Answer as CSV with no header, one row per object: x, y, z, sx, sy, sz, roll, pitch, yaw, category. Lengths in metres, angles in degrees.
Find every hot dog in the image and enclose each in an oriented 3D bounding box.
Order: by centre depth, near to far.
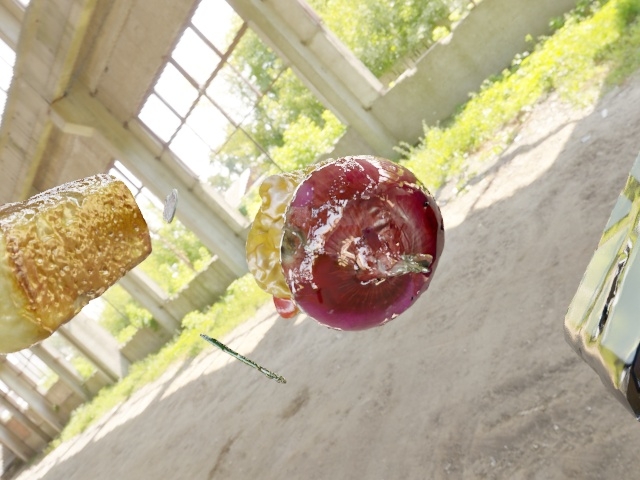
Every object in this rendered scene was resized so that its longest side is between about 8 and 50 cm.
-0.461,0.028,0.874,0.223,0.185,0.405,-13,17,14,hot dog

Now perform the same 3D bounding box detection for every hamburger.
0.000,0.000,0.739,0.237,0.237,0.149,-44,-24,6,hamburger

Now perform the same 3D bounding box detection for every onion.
0.048,0.011,0.422,0.150,0.150,0.140,-46,31,-11,onion

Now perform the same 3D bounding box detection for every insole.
-0.287,-0.063,1.025,0.193,0.006,0.065,-175,94,-68,insole

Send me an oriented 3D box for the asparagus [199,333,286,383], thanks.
-0.127,0.191,0.876,0.016,0.166,0.013,-50,-17,-49,asparagus

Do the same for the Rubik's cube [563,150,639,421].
0.390,0.029,0.413,0.288,0.283,0.293,-67,-17,5,Rubik's cube
